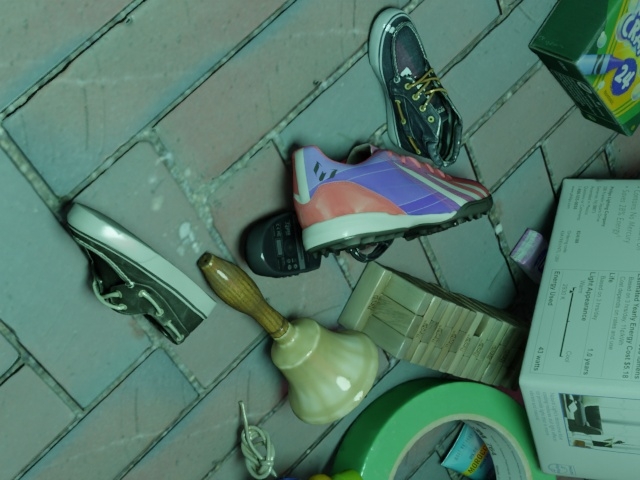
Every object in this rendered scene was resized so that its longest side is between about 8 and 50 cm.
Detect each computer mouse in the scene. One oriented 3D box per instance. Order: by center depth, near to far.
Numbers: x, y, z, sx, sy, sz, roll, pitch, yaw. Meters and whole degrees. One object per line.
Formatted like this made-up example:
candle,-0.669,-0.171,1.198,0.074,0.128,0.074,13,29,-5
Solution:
computer mouse,0.000,0.000,1.280,0.242,0.041,0.071,-7,90,-47

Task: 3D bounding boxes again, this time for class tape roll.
tape roll,0.166,0.345,1.511,0.321,0.077,0.321,1,88,-29

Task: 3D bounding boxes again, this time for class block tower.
block tower,0.171,0.118,1.474,0.335,0.097,0.091,20,99,-48

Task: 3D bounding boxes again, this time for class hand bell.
hand bell,-0.053,0.092,1.252,0.126,0.126,0.242,-51,127,-7

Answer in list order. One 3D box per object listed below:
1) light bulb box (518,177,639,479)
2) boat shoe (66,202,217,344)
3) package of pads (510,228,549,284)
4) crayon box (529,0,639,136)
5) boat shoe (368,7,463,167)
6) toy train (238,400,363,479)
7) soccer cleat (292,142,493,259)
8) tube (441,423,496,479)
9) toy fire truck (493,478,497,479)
light bulb box,0.478,0.118,1.476,0.225,0.361,0.357,67,34,-44
boat shoe,-0.178,0.040,1.095,0.070,0.078,0.219,-53,141,-7
package of pads,0.300,0.024,1.587,0.050,0.032,0.083,-54,140,-3
crayon box,0.421,-0.320,1.450,0.323,0.083,0.203,-57,140,-1
boat shoe,0.111,-0.165,1.242,0.065,0.083,0.183,-37,135,-22
toy train,-0.007,0.298,1.350,0.143,0.105,0.248,-6,78,-42
soccer cleat,0.088,-0.058,1.281,0.318,0.109,0.116,-11,83,-49
tube,0.252,0.340,1.735,0.207,0.052,0.080,40,74,-44
toy fire truck,0.251,0.472,1.723,0.254,0.169,0.302,-48,139,-17
